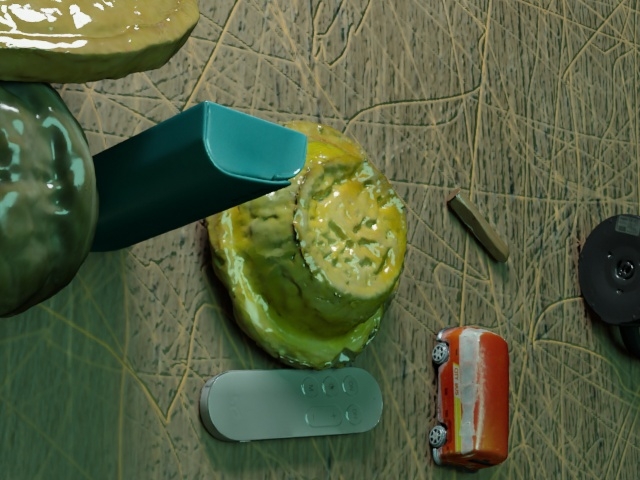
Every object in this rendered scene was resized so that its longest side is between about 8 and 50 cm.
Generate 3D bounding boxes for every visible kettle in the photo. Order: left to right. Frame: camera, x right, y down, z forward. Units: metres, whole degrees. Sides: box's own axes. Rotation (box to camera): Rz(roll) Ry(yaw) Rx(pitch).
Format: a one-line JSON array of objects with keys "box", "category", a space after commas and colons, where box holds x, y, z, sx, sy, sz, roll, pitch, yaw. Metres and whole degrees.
[{"box": [0.475, 0.067, 2.009, 0.232, 0.144, 0.202, 5, 93, -42], "category": "kettle"}]

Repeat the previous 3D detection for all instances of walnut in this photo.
[{"box": [-0.310, -0.038, 1.311, 0.248, 0.248, 0.248, 13, 69, -37], "category": "walnut"}]

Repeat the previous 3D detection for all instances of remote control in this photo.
[{"box": [-0.028, 0.179, 1.622, 0.245, 0.022, 0.077, 3, 73, -40], "category": "remote control"}]

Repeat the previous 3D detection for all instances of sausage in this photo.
[{"box": [0.201, -0.017, 1.871, 0.116, 0.026, 0.026, 48, 52, -19], "category": "sausage"}]

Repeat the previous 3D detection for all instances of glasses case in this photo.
[{"box": [-0.149, -0.048, 1.399, 0.117, 0.301, 0.070, 15, 67, -36], "category": "glasses case"}]

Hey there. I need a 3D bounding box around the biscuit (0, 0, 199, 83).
[{"box": [-0.309, -0.262, 1.349, 0.385, 0.062, 0.365, -7, 42, -41], "category": "biscuit"}]

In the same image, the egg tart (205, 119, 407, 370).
[{"box": [0.000, 0.000, 1.642, 0.288, 0.118, 0.288, 10, 75, -38], "category": "egg tart"}]

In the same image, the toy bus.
[{"box": [0.181, 0.184, 1.760, 0.079, 0.077, 0.174, 18, 67, -36], "category": "toy bus"}]
